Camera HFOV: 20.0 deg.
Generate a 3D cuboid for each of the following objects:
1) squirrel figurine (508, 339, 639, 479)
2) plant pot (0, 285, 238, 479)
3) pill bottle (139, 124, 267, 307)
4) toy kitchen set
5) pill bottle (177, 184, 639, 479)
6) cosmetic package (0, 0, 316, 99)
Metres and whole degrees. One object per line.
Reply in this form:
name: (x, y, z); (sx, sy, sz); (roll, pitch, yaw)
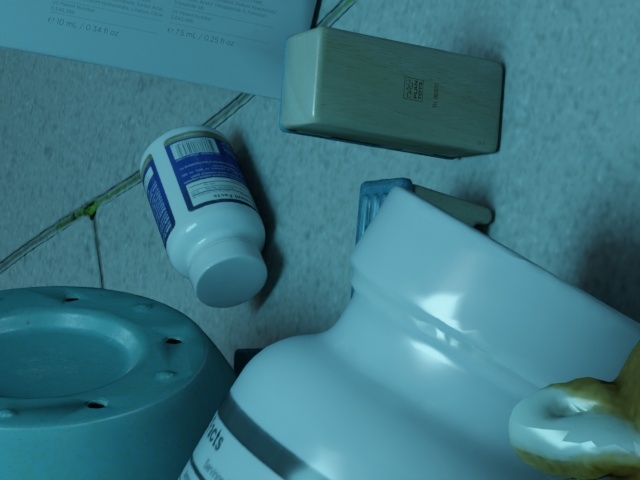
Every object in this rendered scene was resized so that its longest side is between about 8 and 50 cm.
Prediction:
squirrel figurine: (0.189, 0.166, 0.565); (0.370, 0.281, 0.397); (43, 117, 60)
plant pot: (-0.151, 0.164, 1.021); (0.293, 0.293, 0.235); (35, 129, 55)
pill bottle: (-0.075, -0.015, 1.205); (0.067, 0.067, 0.120); (-58, 39, 34)
toy kitchen set: (0.000, 0.000, 1.030); (0.166, 0.122, 0.207); (-5, 78, 58)
pill bottle: (0.018, 0.173, 0.824); (0.363, 0.210, 0.210); (-60, 34, 2)
cosmetic package: (-0.160, -0.258, 1.102); (0.097, 0.377, 0.284); (29, 107, 56)
